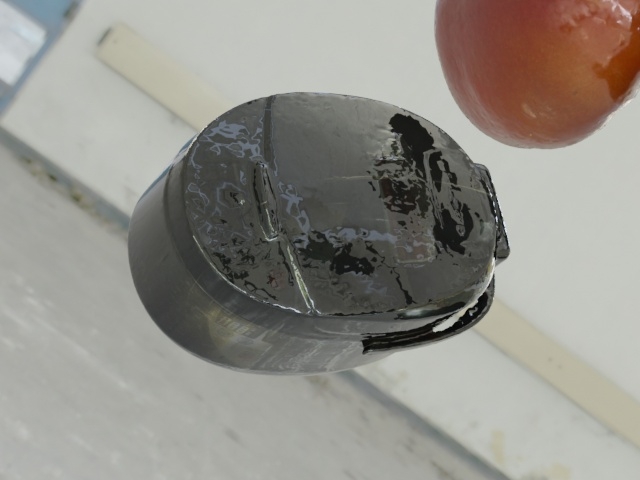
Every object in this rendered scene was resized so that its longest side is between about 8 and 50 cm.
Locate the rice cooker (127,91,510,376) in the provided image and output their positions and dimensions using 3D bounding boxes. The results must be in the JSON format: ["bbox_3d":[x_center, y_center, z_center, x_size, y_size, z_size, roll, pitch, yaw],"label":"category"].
[{"bbox_3d":[0.000,0.000,0.536,0.165,0.106,0.112,6,64,-38],"label":"rice cooker"}]

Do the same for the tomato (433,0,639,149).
[{"bbox_3d":[0.210,-0.198,1.015,0.180,0.259,0.260,53,3,-10],"label":"tomato"}]
